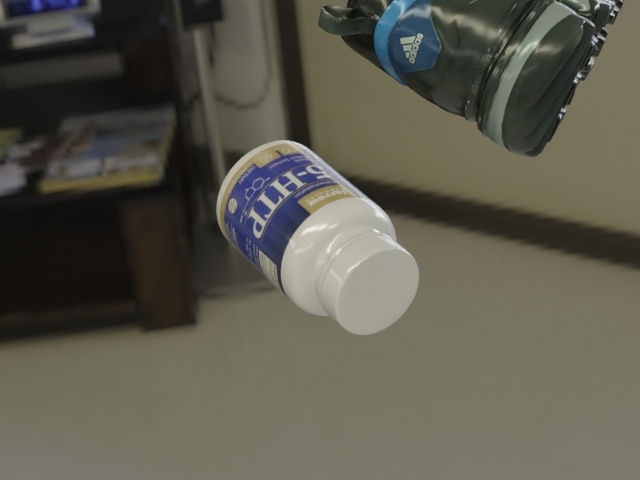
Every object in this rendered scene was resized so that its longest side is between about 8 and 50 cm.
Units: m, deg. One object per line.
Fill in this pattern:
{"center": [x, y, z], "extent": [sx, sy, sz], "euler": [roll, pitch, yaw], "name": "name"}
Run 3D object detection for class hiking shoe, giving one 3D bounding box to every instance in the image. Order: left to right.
{"center": [0.104, -0.149, 1.018], "extent": [0.132, 0.113, 0.304], "euler": [26, 22, 7], "name": "hiking shoe"}

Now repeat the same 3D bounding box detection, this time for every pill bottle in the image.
{"center": [0.000, 0.000, 1.568], "extent": [0.112, 0.112, 0.187], "euler": [-21, 38, -25], "name": "pill bottle"}
